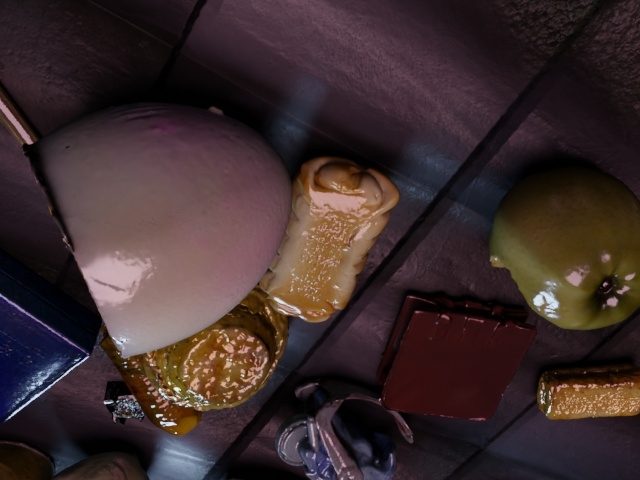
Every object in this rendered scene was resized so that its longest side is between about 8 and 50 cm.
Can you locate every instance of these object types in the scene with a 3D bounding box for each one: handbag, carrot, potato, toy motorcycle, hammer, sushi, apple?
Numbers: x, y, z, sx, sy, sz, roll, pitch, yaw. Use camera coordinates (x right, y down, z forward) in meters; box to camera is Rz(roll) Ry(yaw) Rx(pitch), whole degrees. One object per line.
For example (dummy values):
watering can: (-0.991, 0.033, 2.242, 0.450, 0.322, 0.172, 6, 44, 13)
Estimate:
handbag: (0.262, 0.235, 1.353, 0.260, 0.084, 0.275, 8, 124, -6)
carrot: (-0.333, 0.258, 1.335, 0.114, 0.114, 0.301, -19, 120, 11)
potato: (-0.760, 0.591, 1.509, 0.300, 0.196, 0.246, -28, 120, 19)
toy motorcycle: (0.066, 0.437, 1.426, 0.241, 0.182, 0.319, -29, 119, 17)
hammer: (-0.456, -0.135, 1.109, 0.111, 0.043, 0.365, -20, 121, 14)
sushi: (-0.401, 0.340, 1.428, 0.083, 0.056, 0.084, -8, 124, -5)
apple: (0.418, 0.012, 1.110, 0.280, 0.279, 0.279, -1, 125, -1)

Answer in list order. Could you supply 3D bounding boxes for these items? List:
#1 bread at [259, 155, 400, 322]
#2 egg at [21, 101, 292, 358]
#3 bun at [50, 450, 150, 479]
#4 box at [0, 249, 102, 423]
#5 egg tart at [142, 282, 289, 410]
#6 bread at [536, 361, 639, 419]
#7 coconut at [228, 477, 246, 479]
bread: (0.000, 0.000, 1.159, 0.173, 0.121, 0.311, 19, 122, -10)
egg: (-0.208, -0.044, 1.011, 0.340, 0.354, 0.354, -24, 126, -17)
bun: (-0.491, 0.592, 1.493, 0.273, 0.168, 0.272, -20, 132, -24)
box: (-0.609, 0.182, 1.279, 0.279, 0.116, 0.261, -37, 117, 20)
egg tart: (-0.181, 0.203, 1.254, 0.294, 0.123, 0.293, -8, 114, -18)
bread: (0.560, 0.311, 1.412, 0.211, 0.083, 0.113, -4, 119, 1)
coconut: (-0.153, 0.737, 1.511, 0.416, 0.415, 0.344, 9, 103, -7)
